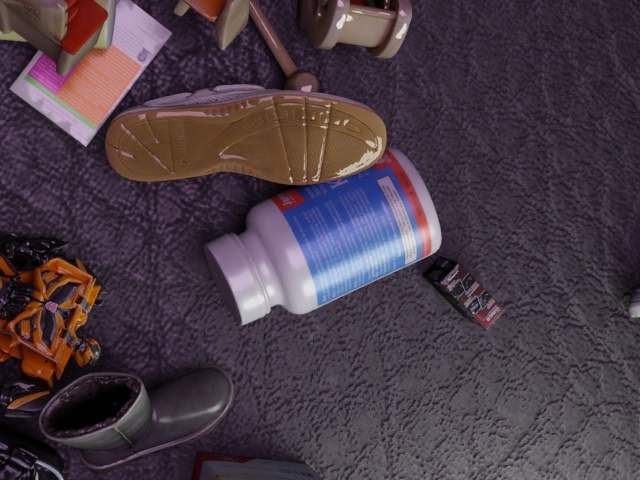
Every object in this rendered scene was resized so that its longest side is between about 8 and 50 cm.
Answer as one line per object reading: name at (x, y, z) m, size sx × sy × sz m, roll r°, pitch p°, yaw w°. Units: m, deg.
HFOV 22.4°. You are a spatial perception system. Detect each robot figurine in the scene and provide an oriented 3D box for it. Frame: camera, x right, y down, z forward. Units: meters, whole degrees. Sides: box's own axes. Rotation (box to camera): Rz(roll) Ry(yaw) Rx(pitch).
robot figurine at (-0.342, 0.048, 1.536) m, size 0.291 × 0.085 × 0.211 m, roll 24°, pitch 53°, yaw -7°

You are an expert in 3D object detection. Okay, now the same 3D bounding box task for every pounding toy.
pounding toy at (0.003, -0.266, 1.601) m, size 0.155 × 0.154 × 0.269 m, roll 7°, pitch 94°, yaw -16°

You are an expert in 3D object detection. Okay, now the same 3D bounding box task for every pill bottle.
pill bottle at (0.000, 0.000, 1.644) m, size 0.221 × 0.124 × 0.124 m, roll -25°, pitch 102°, yaw -12°

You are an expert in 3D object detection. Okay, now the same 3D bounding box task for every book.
book at (-0.230, -0.179, 1.612) m, size 0.096 × 0.035 × 0.144 m, roll 38°, pitch 86°, yaw -11°

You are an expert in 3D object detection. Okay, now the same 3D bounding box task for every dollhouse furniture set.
dollhouse furniture set at (-0.183, -0.284, 1.490) m, size 0.262 × 0.135 × 0.259 m, roll 37°, pitch 68°, yaw 4°

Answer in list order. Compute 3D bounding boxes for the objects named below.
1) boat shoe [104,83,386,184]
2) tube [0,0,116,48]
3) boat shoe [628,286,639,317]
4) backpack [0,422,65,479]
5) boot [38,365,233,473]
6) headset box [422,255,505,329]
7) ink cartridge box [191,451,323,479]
boat shoe at (-0.074, -0.117, 1.615) m, size 0.277 × 0.096 × 0.098 m, roll 1°, pitch 115°, yaw -4°
tube at (-0.320, -0.232, 1.566) m, size 0.240 × 0.062 × 0.070 m, roll 6°, pitch 51°, yaw -2°
boat shoe at (0.433, 0.022, 1.793) m, size 0.227 × 0.079 × 0.081 m, roll -19°, pitch 91°, yaw -17°
backpack at (-0.386, 0.276, 1.536) m, size 0.225 × 0.191 × 0.253 m, roll 27°, pitch 86°, yaw -16°
boot at (-0.174, 0.157, 1.570) m, size 0.190 × 0.208 × 0.076 m, roll -32°, pitch 69°, yaw -11°
headset box at (0.155, 0.058, 1.723) m, size 0.032 × 0.062 × 0.083 m, roll -46°, pitch 105°, yaw -6°
ink cartridge box at (-0.059, 0.300, 1.633) m, size 0.128 × 0.176 × 0.127 m, roll 10°, pitch 93°, yaw -15°
